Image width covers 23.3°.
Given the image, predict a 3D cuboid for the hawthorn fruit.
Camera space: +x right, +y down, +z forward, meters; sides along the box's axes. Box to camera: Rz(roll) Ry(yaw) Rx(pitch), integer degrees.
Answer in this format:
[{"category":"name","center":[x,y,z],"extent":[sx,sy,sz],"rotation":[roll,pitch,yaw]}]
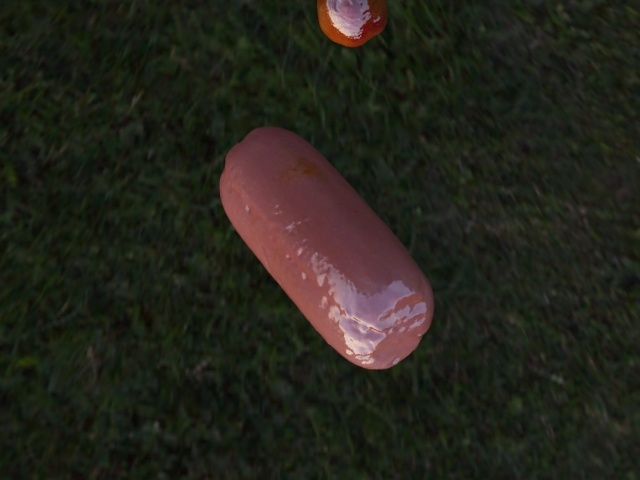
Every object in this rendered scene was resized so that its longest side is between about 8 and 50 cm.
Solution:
[{"category":"hawthorn fruit","center":[0.034,-0.270,1.765],"extent":[0.081,0.081,0.093],"rotation":[-20,143,5]}]

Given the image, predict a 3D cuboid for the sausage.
[{"category":"sausage","center":[0.000,0.000,0.793],"extent":[0.062,0.154,0.062],"rotation":[-22,137,-22]}]
